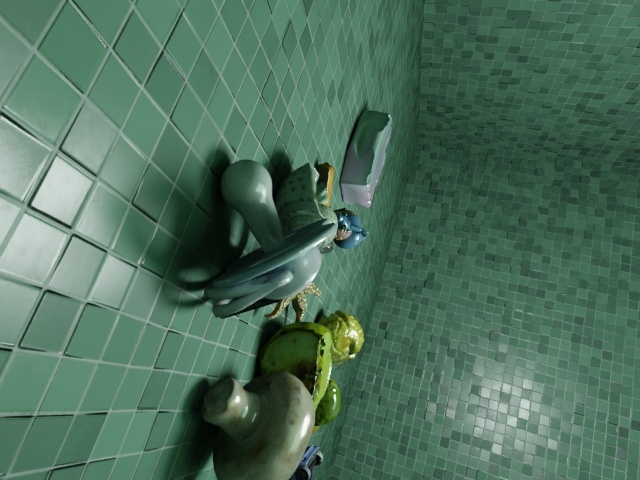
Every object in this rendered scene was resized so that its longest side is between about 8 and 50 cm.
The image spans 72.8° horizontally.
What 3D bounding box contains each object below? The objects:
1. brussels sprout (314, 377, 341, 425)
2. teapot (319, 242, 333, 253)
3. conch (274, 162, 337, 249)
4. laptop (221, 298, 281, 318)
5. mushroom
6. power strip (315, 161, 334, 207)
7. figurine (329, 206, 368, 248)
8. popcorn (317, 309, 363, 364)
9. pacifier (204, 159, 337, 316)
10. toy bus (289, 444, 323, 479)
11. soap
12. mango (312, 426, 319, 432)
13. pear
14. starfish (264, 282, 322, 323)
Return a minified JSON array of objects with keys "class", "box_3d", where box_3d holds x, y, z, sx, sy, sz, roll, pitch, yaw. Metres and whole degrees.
[{"class":"brussels sprout","box_3d":[-0.021,0.505,1.367,0.131,0.183,0.146,-39,118,-60]},{"class":"teapot","box_3d":[0.000,0.000,1.304,0.088,0.066,0.057,39,42,-48]},{"class":"conch","box_3d":[-0.040,-0.069,0.968,0.172,0.131,0.200,56,14,-37]},{"class":"laptop","box_3d":[-0.095,0.097,0.880,0.026,0.153,0.207,70,22,-7]},{"class":"mushroom","box_3d":[-0.140,0.360,0.865,0.243,0.243,0.244,12,90,-75]},{"class":"power strip","box_3d":[0.002,-0.129,1.214,0.028,0.049,0.178,-31,131,-61]},{"class":"figurine","box_3d":[0.061,-0.053,1.290,0.178,0.114,0.145,28,36,-65]},{"class":"popcorn","box_3d":[0.053,0.357,1.588,0.212,0.197,0.198,130,-18,-62]},{"class":"pacifier","box_3d":[-0.105,-0.020,0.732,0.299,0.243,0.233,-135,-156,-83]},{"class":"toy bus","box_3d":[-0.093,0.836,1.479,0.125,0.133,0.293,-10,114,-68]},{"class":"soap","box_3d":[0.166,-0.305,1.547,0.193,0.109,0.324,74,33,-61]},{"class":"mango","box_3d":[-0.027,0.566,1.530,0.251,0.114,0.157,-56,150,-52]},{"class":"pear","box_3d":[-0.052,0.313,1.164,0.255,0.163,0.239,-19,117,-75]},{"class":"starfish","box_3d":[-0.045,0.094,1.161,0.293,0.084,0.302,71,38,-69]}]
